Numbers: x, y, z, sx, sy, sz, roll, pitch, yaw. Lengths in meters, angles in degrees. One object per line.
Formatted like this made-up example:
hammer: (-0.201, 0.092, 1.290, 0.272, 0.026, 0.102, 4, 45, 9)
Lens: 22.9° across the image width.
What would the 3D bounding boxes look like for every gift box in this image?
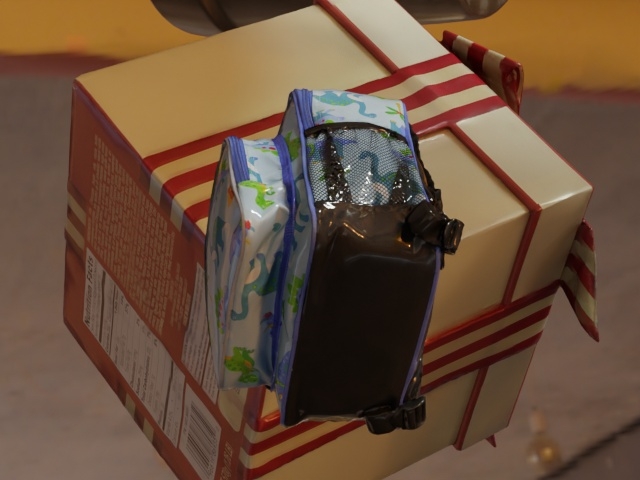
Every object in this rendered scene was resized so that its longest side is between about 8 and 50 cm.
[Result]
gift box: (0.014, 0.026, 0.982, 0.258, 0.276, 0.255, -23, -32, -30)

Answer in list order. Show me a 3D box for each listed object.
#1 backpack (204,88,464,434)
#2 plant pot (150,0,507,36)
backpack: (0.000, 0.000, 0.578, 0.084, 0.114, 0.105, 5, -56, -5)
plant pot: (0.033, -0.310, 1.376, 0.280, 0.323, 0.323, 18, -12, 27)
